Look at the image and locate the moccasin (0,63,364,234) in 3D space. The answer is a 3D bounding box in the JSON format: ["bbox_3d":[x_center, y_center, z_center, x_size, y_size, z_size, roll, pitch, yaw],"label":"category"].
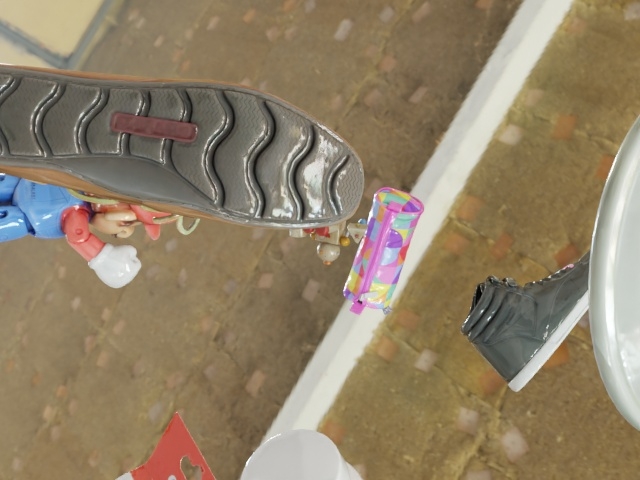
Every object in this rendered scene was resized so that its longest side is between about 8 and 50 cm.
[{"bbox_3d":[-0.147,-0.079,0.775,0.147,0.380,0.139,154,-61,-83],"label":"moccasin"}]

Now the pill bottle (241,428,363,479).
[{"bbox_3d":[0.004,0.397,1.086,0.161,0.283,0.161,-14,-142,11],"label":"pill bottle"}]

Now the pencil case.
[{"bbox_3d":[0.115,0.022,1.478,0.104,0.104,0.236,48,-49,47],"label":"pencil case"}]

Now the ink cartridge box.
[{"bbox_3d":[-0.202,0.334,0.882,0.189,0.066,0.232,42,-69,50],"label":"ink cartridge box"}]

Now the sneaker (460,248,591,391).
[{"bbox_3d":[0.331,0.077,1.229,0.147,0.104,0.296,40,-112,11],"label":"sneaker"}]

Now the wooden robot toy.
[{"bbox_3d":[0.000,0.000,1.244,0.173,0.076,0.079,12,-72,33],"label":"wooden robot toy"}]

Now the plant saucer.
[{"bbox_3d":[0.439,0.026,0.843,0.101,0.400,0.400,10,-105,52],"label":"plant saucer"}]

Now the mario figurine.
[{"bbox_3d":[-0.342,-0.029,1.089,0.170,0.321,0.198,-176,-101,-79],"label":"mario figurine"}]
